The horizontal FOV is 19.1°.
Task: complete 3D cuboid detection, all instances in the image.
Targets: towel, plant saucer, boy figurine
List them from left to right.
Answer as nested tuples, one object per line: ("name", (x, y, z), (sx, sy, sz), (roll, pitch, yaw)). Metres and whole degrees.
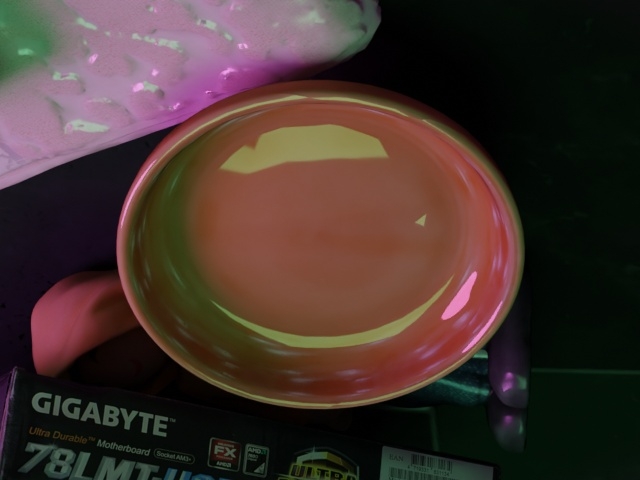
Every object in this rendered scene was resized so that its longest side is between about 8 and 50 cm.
("towel", (-0.189, -0.146, 0.870), (0.317, 0.053, 0.332), (-20, 135, 30))
("boy figurine", (-0.023, 0.053, 1.060), (0.285, 0.092, 0.177), (3, 144, 1))
("plant saucer", (0.000, 0.000, 0.939), (0.200, 0.037, 0.200), (0, 128, 0))

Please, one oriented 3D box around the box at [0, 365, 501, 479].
("box", (-0.093, 0.155, 1.114), (0.293, 0.073, 0.295), (16, 160, -23))
